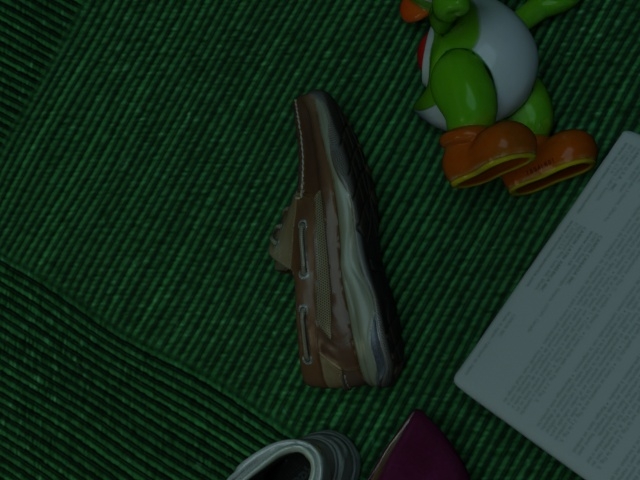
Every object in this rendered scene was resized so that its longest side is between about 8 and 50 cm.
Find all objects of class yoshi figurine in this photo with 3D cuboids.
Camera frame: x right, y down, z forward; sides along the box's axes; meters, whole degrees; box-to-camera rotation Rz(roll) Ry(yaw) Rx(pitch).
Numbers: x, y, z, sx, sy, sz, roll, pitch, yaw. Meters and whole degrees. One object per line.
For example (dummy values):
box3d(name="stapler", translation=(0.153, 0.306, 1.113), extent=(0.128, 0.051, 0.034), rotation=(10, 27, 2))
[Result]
box3d(name="yoshi figurine", translation=(0.185, -0.241, 1.288), extent=(0.203, 0.203, 0.362), rotation=(-12, 74, -3))

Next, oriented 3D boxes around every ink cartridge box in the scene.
box3d(name="ink cartridge box", translation=(0.343, 0.103, 1.138), extent=(0.308, 0.091, 0.385), rotation=(-55, 44, 0))

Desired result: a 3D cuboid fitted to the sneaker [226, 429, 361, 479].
box3d(name="sneaker", translation=(-0.094, 0.299, 1.266), extent=(0.108, 0.169, 0.292), rotation=(44, 94, 17))

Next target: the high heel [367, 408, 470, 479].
box3d(name="high heel", translation=(-0.016, 0.311, 1.206), extent=(0.377, 0.127, 0.181), rotation=(-22, 84, -26))

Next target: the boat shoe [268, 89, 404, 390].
box3d(name="boat shoe", translation=(0.000, 0.000, 1.322), extent=(0.116, 0.123, 0.324), rotation=(-13, 75, 15))
